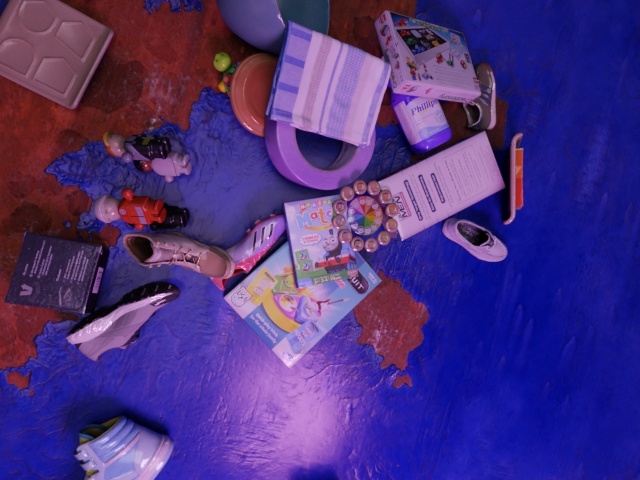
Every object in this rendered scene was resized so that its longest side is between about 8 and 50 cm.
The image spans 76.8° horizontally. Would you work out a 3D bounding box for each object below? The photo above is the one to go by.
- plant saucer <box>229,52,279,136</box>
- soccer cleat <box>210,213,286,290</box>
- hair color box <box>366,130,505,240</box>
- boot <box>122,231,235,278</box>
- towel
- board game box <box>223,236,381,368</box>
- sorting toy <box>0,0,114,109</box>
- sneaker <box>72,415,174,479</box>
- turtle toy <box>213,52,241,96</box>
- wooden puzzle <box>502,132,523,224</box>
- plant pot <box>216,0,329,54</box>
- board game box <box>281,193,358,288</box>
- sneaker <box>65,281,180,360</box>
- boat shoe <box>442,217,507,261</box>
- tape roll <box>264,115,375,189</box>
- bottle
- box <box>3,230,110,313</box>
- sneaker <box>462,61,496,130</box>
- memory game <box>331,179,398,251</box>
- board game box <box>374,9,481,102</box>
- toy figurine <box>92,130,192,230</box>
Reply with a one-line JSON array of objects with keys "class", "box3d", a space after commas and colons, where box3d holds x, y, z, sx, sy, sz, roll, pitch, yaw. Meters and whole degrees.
[{"class": "plant saucer", "box3d": [-0.126, -0.360, 1.005, 0.199, 0.037, 0.200, -11, 110, -33]}, {"class": "soccer cleat", "box3d": [-0.173, 0.026, 1.020, 0.247, 0.083, 0.095, -33, 71, -6]}, {"class": "hair color box", "box3d": [0.320, -0.152, 1.126, 0.346, 0.105, 0.174, -26, 98, -11]}, {"class": "boot", "box3d": [-0.317, 0.035, 0.914, 0.213, 0.165, 0.077, 23, 96, 17]}, {"class": "towel", "box3d": [0.027, -0.342, 0.920, 0.284, 0.034, 0.210, 7, 108, -32]}, {"class": "board game box", "box3d": [-0.045, 0.122, 1.066, 0.336, 0.079, 0.254, -42, 101, -8]}, {"class": "sorting toy", "box3d": [-0.601, -0.484, 0.927, 0.228, 0.041, 0.308, 26, 87, -9]}, {"class": "sneaker", "box3d": [-0.530, 0.560, 0.952, 0.208, 0.127, 0.319, 42, 73, -14]}, {"class": "turtle toy", "box3d": [-0.211, -0.408, 1.006, 0.130, 0.066, 0.095, 41, 83, -12]}, {"class": "wooden puzzle", "box3d": [0.546, -0.163, 1.135, 0.044, 0.221, 0.239, 6, 94, 23]}, {"class": "plant pot", "box3d": [-0.125, -0.570, 0.936, 0.195, 0.290, 0.291, 2, 93, 25]}, {"class": "board game box", "box3d": [0.000, 0.000, 1.009, 0.159, 0.039, 0.212, -11, 92, -14]}, {"class": "sneaker", "box3d": [-0.456, 0.189, 0.970, 0.271, 0.100, 0.108, -30, 108, -4]}, {"class": "boat shoe", "box3d": [0.466, 0.002, 1.181, 0.227, 0.081, 0.080, 25, 87, -13]}, {"class": "tape roll", "box3d": [0.002, -0.267, 1.019, 0.274, 0.090, 0.275, -5, 102, -27]}, {"class": "bottle", "box3d": [0.255, -0.383, 1.105, 0.118, 0.092, 0.283, -28, 99, -14]}, {"class": "box", "box3d": [-0.587, 0.077, 0.914, 0.158, 0.093, 0.156, 12, 78, -14]}, {"class": "sneaker", "box3d": [0.452, -0.413, 1.164, 0.086, 0.064, 0.192, -12, 99, -17]}, {"class": "memory game", "box3d": [0.115, -0.062, 1.015, 0.185, 0.012, 0.187, 0, 90, -16]}, {"class": "board game box", "box3d": [0.288, -0.470, 1.054, 0.305, 0.053, 0.193, -7, 80, -35]}, {"class": "toy figurine", "box3d": [-0.395, -0.127, 0.907, 0.148, 0.213, 0.210, 2, 89, 3]}]
